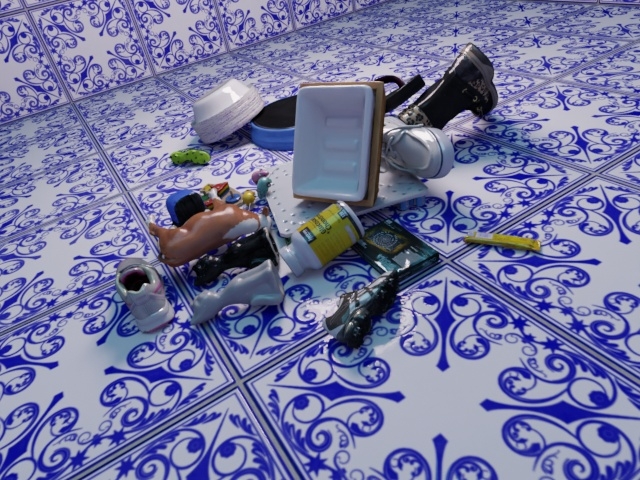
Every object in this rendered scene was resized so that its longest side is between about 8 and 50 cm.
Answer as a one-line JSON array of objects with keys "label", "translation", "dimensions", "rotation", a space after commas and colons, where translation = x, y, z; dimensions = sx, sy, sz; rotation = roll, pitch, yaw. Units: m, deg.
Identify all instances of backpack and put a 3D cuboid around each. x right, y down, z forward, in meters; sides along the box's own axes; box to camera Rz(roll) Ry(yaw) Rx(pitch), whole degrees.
[{"label": "backpack", "translation": [-0.368, -0.078, 1.285], "dimensions": [0.101, 0.120, 0.098], "rotation": [22, 48, 39]}]

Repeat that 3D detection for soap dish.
[{"label": "soap dish", "translation": [0.049, -0.239, 1.174], "dimensions": [0.229, 0.291, 0.118], "rotation": [9, 10, 30]}]

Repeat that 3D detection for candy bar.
[{"label": "candy bar", "translation": [0.393, 0.001, 1.029], "dimensions": [0.161, 0.018, 0.040], "rotation": [8, 36, 27]}]

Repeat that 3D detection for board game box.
[{"label": "board game box", "translation": [0.043, -0.151, 1.324], "dimensions": [0.390, 0.050, 0.390], "rotation": [-17, 35, -7]}, {"label": "board game box", "translation": [0.159, 0.019, 1.067], "dimensions": [0.126, 0.026, 0.186], "rotation": [-26, 37, -16]}]

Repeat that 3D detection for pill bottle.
[{"label": "pill bottle", "translation": [0.000, 0.000, 1.062], "dimensions": [0.184, 0.103, 0.103], "rotation": [-36, 39, -6]}]

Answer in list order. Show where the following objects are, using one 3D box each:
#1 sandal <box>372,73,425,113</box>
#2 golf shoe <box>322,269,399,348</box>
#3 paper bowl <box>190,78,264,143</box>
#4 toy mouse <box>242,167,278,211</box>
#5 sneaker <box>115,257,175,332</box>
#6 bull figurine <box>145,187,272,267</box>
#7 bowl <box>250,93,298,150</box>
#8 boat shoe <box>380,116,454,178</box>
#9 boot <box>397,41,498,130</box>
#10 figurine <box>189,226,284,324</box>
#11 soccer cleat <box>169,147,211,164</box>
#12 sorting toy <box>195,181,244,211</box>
[{"label": "sandal", "translation": [0.210, -0.481, 1.538], "dimensions": [0.167, 0.107, 0.446], "rotation": [-39, 11, -5]}, {"label": "golf shoe", "translation": [0.081, 0.115, 0.915], "dimensions": [0.094, 0.077, 0.198], "rotation": [17, 43, 36]}, {"label": "paper bowl", "translation": [-0.367, -0.505, 1.795], "dimensions": [0.284, 0.148, 0.284], "rotation": [-26, 27, 14]}, {"label": "toy mouse", "translation": [-0.174, -0.165, 1.339], "dimensions": [0.143, 0.031, 0.161], "rotation": [-42, 35, 26]}, {"label": "sneaker", "translation": [-0.408, 0.092, 1.066], "dimensions": [0.103, 0.111, 0.252], "rotation": [-29, 38, -22]}, {"label": "bull figurine", "translation": [-0.273, -0.036, 1.181], "dimensions": [0.310, 0.101, 0.188], "rotation": [-25, 43, -33]}, {"label": "bowl", "translation": [-0.076, -0.458, 1.771], "dimensions": [0.391, 0.077, 0.391], "rotation": [-8, 35, 6]}, {"label": "boat shoe", "translation": [0.189, -0.253, 1.238], "dimensions": [0.156, 0.136, 0.367], "rotation": [-6, 30, -21]}, {"label": "boot", "translation": [0.394, -0.406, 1.452], "dimensions": [0.284, 0.377, 0.138], "rotation": [-42, 74, 12]}, {"label": "figurine", "translation": [-0.195, 0.085, 1.047], "dimensions": [0.209, 0.092, 0.215], "rotation": [-20, 35, 3]}, {"label": "soccer cleat", "translation": [-0.460, -0.308, 1.693], "dimensions": [0.179, 0.060, 0.072], "rotation": [4, 36, 26]}, {"label": "sorting toy", "translation": [-0.308, -0.130, 1.405], "dimensions": [0.132, 0.046, 0.274], "rotation": [-31, 39, -26]}]
